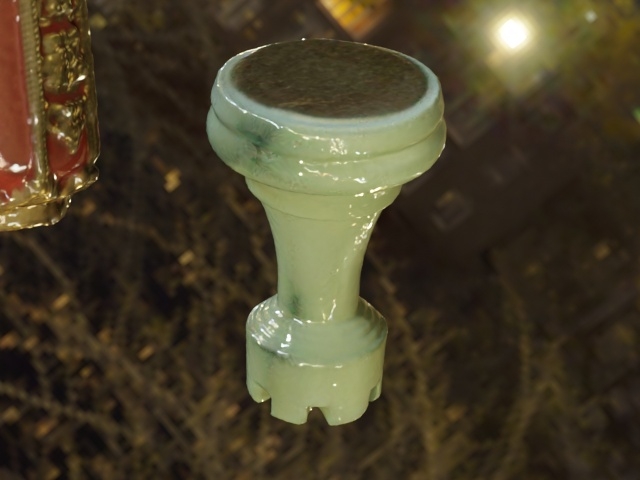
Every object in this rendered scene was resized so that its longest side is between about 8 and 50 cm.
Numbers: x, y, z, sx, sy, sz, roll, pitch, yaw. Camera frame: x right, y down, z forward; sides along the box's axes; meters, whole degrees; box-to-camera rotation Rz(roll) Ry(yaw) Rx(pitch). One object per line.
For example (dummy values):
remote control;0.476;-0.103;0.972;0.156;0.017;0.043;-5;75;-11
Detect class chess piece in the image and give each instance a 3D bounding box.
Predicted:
chess piece;0.000;0.000;1.663;0.194;0.194;0.299;-108;18;-60

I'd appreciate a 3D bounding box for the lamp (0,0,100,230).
lamp;-0.262;-0.143;1.564;0.177;0.177;0.274;-78;-15;-75
